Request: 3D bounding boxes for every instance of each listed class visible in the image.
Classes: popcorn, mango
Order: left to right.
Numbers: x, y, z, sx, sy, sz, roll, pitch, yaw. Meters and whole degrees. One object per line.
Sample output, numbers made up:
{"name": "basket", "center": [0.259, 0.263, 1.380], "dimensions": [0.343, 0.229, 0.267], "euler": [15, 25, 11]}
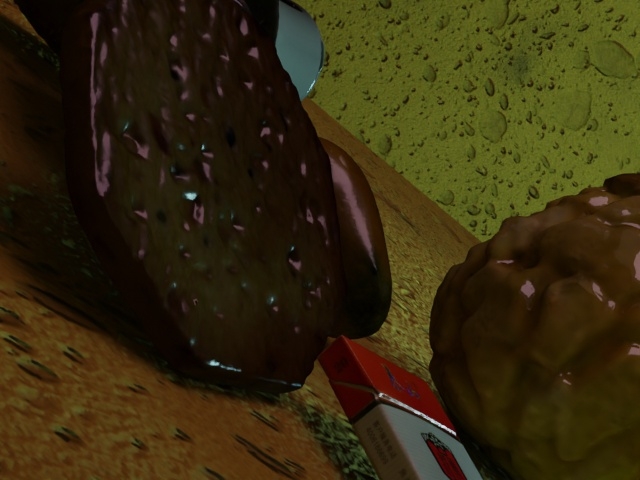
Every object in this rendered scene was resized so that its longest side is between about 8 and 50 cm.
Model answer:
{"name": "mango", "center": [-0.003, 0.001, 1.110], "dimensions": [0.120, 0.151, 0.221], "euler": [-10, 73, -32]}
{"name": "popcorn", "center": [0.318, 0.129, 1.180], "dimensions": [0.390, 0.344, 0.354], "euler": [5, 52, -53]}

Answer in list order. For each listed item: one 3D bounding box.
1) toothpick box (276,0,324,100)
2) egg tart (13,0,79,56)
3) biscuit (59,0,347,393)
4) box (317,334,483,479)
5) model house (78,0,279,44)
{"name": "toothpick box", "center": [-0.139, -0.312, 1.808], "dimensions": [0.229, 0.229, 0.316], "euler": [43, 12, 14]}
{"name": "egg tart", "center": [-0.209, -0.303, 1.234], "dimensions": [0.319, 0.319, 0.128], "euler": [37, 52, -20]}
{"name": "biscuit", "center": [-0.080, -0.049, 0.877], "dimensions": [0.359, 0.046, 0.359], "euler": [38, 45, -50]}
{"name": "box", "center": [0.090, 0.189, 0.863], "dimensions": [0.139, 0.035, 0.245], "euler": [34, 21, -46]}
{"name": "model house", "center": [-0.128, -0.152, 1.026], "dimensions": [0.190, 0.271, 0.301], "euler": [3, 34, -8]}
